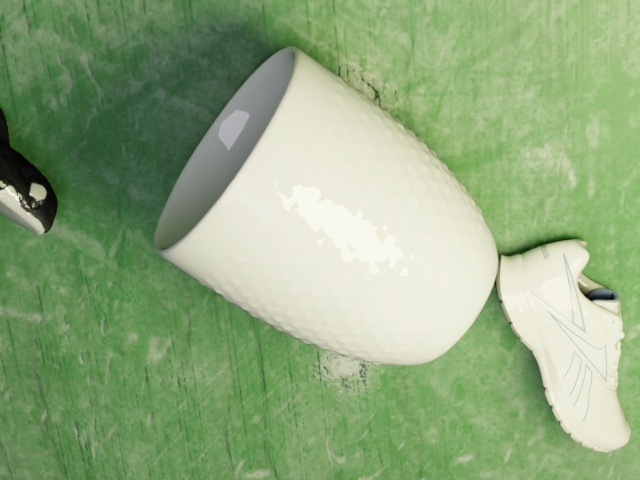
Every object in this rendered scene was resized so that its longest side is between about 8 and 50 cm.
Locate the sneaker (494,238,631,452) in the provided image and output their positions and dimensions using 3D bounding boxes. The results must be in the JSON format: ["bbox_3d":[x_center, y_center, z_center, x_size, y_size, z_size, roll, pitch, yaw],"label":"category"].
[{"bbox_3d":[0.317,0.131,1.797,0.129,0.111,0.297,-23,113,15],"label":"sneaker"}]

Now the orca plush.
[{"bbox_3d":[-0.433,-0.126,1.825,0.287,0.102,0.151,30,164,5],"label":"orca plush"}]

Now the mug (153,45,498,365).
[{"bbox_3d":[0.000,0.000,1.715,0.328,0.276,0.374,34,149,-16],"label":"mug"}]
